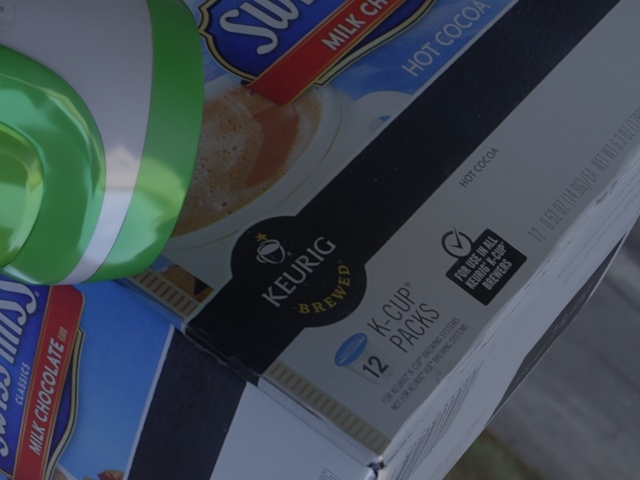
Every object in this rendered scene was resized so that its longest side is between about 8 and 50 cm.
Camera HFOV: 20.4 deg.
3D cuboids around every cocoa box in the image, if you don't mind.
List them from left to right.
[{"bbox_3d":[0.000,0.000,0.887,0.228,0.347,0.231,35,141,12],"label":"cocoa box"}]

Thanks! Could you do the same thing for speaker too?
[{"bbox_3d":[-0.196,-0.059,0.605,0.296,0.131,0.131,9,-174,-26],"label":"speaker"}]
